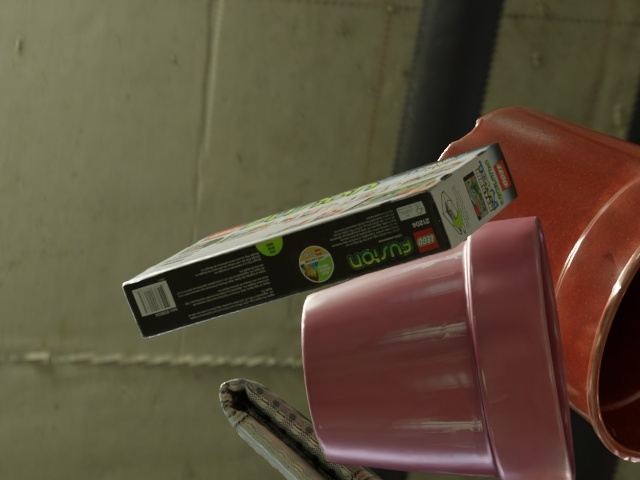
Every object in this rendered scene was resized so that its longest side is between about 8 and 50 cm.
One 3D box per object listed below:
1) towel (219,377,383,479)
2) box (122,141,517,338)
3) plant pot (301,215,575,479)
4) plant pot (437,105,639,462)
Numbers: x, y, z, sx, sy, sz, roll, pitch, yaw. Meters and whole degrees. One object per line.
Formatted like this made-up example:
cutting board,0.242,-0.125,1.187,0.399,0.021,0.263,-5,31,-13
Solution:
towel,0.058,0.245,1.432,0.324,0.312,0.056,38,-95,12
box,0.000,0.000,0.964,0.207,0.114,0.036,-17,-82,29
plant pot,0.087,0.092,1.238,0.180,0.201,0.201,-8,-63,9
plant pot,0.241,0.015,1.497,0.272,0.265,0.272,-22,-53,-32
